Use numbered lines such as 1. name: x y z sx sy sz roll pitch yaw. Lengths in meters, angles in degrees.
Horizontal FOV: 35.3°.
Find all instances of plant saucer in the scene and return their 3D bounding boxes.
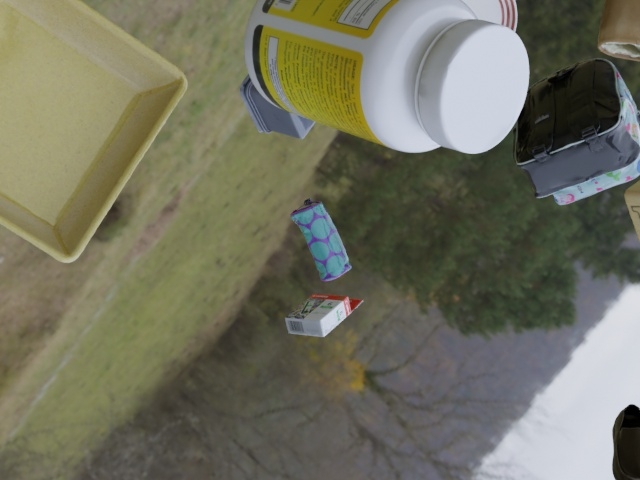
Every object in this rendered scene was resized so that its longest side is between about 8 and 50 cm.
1. plant saucer: -0.407 -0.183 1.404 0.333 0.332 0.081 -61 -166 -19

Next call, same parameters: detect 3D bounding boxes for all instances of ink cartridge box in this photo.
1. ink cartridge box: 0.007 0.098 1.447 0.115 0.062 0.029 -38 122 -48

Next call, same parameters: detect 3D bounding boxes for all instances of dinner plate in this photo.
1. dinner plate: 0.199 -0.298 1.364 0.141 0.141 0.017 -50 -155 7

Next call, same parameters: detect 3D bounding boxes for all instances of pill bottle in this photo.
1. pill bottle: 0.074 -0.211 1.196 0.188 0.334 0.188 -18 120 -35

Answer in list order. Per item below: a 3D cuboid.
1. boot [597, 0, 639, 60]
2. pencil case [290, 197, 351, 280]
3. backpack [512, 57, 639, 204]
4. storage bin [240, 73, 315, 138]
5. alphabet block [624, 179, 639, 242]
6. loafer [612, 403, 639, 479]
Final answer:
1. boot: 0.593 -0.427 1.690 0.089 0.236 0.270 80 19 -75
2. pencil case: 0.000 0.000 1.872 0.070 0.152 0.064 -16 -162 29
3. backpack: 0.476 -0.207 1.856 0.225 0.191 0.254 -22 -139 27
4. storage bin: -0.061 -0.241 1.732 0.098 0.091 0.135 -56 151 -20
5. alphabet block: 0.826 -0.063 2.222 0.192 0.193 0.197 -30 -162 -25
6. loafer: 0.593 0.391 1.914 0.220 0.080 0.078 -81 168 -61
